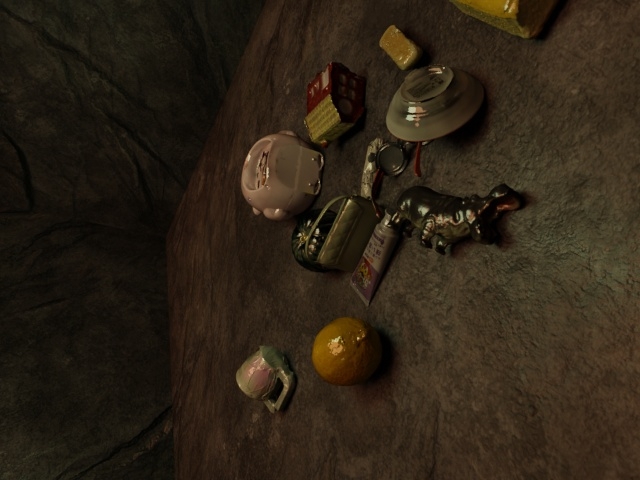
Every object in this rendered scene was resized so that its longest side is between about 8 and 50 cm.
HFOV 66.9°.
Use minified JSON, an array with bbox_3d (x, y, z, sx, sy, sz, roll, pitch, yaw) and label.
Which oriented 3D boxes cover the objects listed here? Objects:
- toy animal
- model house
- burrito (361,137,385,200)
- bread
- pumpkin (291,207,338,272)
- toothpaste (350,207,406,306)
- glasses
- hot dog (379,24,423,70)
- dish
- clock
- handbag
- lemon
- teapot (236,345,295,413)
[{"bbox_3d":[0.315,-0.051,1.178,0.343,0.106,0.168,9,79,54],"label":"toy animal"},{"bbox_3d":[0.051,-0.469,1.745,0.196,0.160,0.254,-23,62,55],"label":"model house"},{"bbox_3d":[0.165,-0.225,1.547,0.064,0.064,0.203,13,91,60],"label":"burrito"},{"bbox_3d":[0.464,-0.677,1.131,0.324,0.143,0.333,-62,33,27],"label":"bread"},{"bbox_3d":[0.000,0.000,1.638,0.220,0.161,0.221,-9,78,49],"label":"pumpkin"},{"bbox_3d":[0.164,0.048,1.438,0.114,0.073,0.299,49,128,43],"label":"toothpaste"},{"bbox_3d":[0.204,-0.217,1.320,0.234,0.118,0.268,-46,11,39],"label":"glasses"},{"bbox_3d":[0.260,-0.598,1.518,0.084,0.073,0.243,-55,33,27],"label":"hot dog"},{"bbox_3d":[0.281,-0.377,1.251,0.260,0.085,0.260,-18,46,19],"label":"dish"},{"bbox_3d":[-0.190,-0.258,1.974,0.376,0.250,0.369,-12,68,58],"label":"clock"},{"bbox_3d":[0.067,-0.025,1.474,0.079,0.219,0.256,48,118,52],"label":"handbag"},{"bbox_3d":[0.071,0.313,1.363,0.257,0.188,0.188,-48,41,46],"label":"lemon"},{"bbox_3d":[-0.199,0.500,1.782,0.178,0.163,0.222,-55,35,21],"label":"teapot"}]
